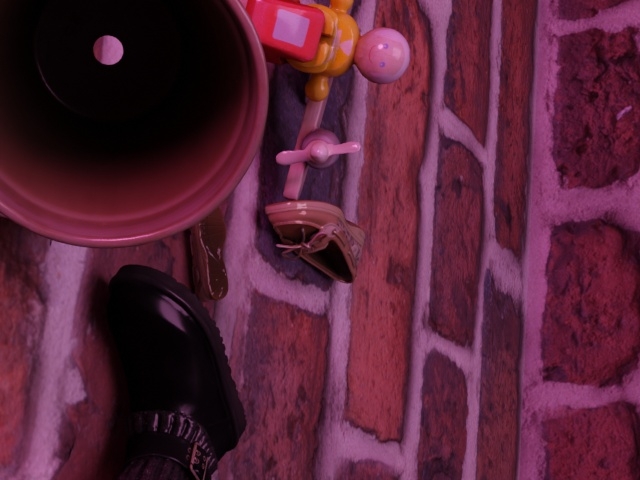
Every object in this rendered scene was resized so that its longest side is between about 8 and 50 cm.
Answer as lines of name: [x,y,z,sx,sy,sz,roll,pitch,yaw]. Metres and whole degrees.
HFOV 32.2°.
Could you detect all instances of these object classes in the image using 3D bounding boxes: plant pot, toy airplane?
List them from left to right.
plant pot: [-0.231,-0.187,1.210,0.280,0.323,0.323,-114,-173,-69]
toy airplane: [0.023,-0.303,1.755,0.384,0.272,0.386,-54,150,-35]

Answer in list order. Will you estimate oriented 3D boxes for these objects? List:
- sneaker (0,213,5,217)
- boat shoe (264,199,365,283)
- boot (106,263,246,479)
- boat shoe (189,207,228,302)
sneaker: [-0.380,-0.066,1.208,0.258,0.091,0.094,38,26,-47]
boat shoe: [0.000,0.000,1.853,0.285,0.104,0.089,26,61,-57]
boot: [-0.217,0.232,1.417,0.260,0.131,0.348,-59,136,-45]
boat shoe: [-0.170,0.014,1.624,0.056,0.048,0.153,-3,82,-48]
